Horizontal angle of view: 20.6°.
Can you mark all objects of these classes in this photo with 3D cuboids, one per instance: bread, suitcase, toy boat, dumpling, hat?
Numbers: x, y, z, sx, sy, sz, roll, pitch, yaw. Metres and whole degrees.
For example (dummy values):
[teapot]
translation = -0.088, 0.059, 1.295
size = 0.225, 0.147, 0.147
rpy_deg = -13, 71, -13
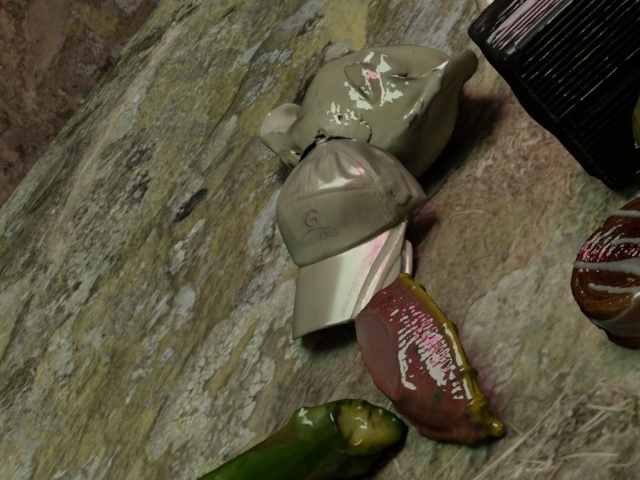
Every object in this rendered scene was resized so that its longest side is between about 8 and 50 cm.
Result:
[bread]
translation = 0.315, 0.024, 1.666
size = 0.160, 0.073, 0.160
rpy_deg = -35, 25, 20
[suitcase]
translation = 0.347, -0.242, 1.839
size = 0.335, 0.229, 0.152
rpy_deg = -43, 24, 3
[toy boat]
translation = 0.103, 0.119, 1.839
size = 0.318, 0.099, 0.141
rpy_deg = -119, 34, -65
[dumpling]
translation = 0.091, -0.154, 2.252
size = 0.318, 0.187, 0.243
rpy_deg = -15, -3, 34
[hat]
translation = 0.000, 0.000, 2.107
size = 0.219, 0.164, 0.226
rpy_deg = -21, 27, 42

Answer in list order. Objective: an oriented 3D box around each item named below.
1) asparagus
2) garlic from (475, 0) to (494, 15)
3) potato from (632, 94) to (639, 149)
[asparagus]
translation = -0.062, 0.255, 1.899
size = 0.343, 0.085, 0.082
rpy_deg = -28, 53, 29
[garlic]
translation = 0.281, -0.335, 2.148
size = 0.184, 0.203, 0.281
rpy_deg = 72, -142, -73
[potato]
translation = 0.367, -0.127, 1.708
size = 0.117, 0.090, 0.225
rpy_deg = -60, -21, 21
